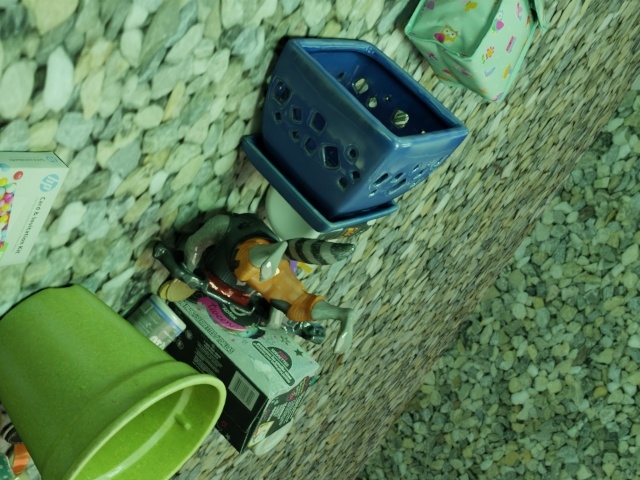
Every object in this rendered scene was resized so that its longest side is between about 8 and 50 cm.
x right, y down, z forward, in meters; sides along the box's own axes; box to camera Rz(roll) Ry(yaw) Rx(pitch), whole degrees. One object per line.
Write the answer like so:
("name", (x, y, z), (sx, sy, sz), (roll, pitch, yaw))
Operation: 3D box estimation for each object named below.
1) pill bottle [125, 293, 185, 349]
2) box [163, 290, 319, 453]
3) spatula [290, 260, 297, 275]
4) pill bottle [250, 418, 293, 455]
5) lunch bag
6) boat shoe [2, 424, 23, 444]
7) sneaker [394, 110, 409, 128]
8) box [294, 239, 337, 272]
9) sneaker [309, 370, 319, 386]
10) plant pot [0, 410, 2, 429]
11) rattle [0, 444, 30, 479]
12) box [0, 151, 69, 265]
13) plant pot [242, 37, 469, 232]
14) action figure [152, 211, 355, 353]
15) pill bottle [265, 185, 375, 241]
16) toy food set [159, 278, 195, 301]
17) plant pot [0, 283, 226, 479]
("pill bottle", (-0.290, 0.159, 1.333), (0.137, 0.078, 0.078), (-44, 158, -9))
("box", (-0.150, 0.211, 1.453), (0.142, 0.247, 0.163), (-25, 149, -48))
("spatula", (-0.114, 0.140, 1.689), (0.084, 0.030, 0.296), (-12, 143, -35))
("pill bottle", (-0.157, 0.349, 1.749), (0.112, 0.186, 0.112), (-39, 156, -21))
("lunch bag", (0.285, -0.394, 1.391), (0.262, 0.160, 0.223), (-61, 154, 0))
("boat shoe", (-0.452, 0.309, 1.332), (0.046, 0.038, 0.125), (-52, 158, 9))
("sneaker", (0.159, -0.204, 1.573), (0.170, 0.075, 0.063), (-56, 157, 18))
("box", (0.000, 0.000, 1.681), (0.136, 0.028, 0.081), (-51, 158, 0))
("sneaker", (-0.123, 0.273, 1.692), (0.302, 0.108, 0.121), (29, 77, -46))
("plant pot", (-0.550, 0.294, 1.136), (0.236, 0.032, 0.236), (-39, 156, -21))
("rattle", (-0.501, 0.439, 1.337), (0.200, 0.143, 0.130), (-47, 140, 14))
("box", (-0.381, -0.030, 0.904), (0.186, 0.038, 0.145), (-9, 136, -59))
("plant pot", (0.040, -0.149, 1.246), (0.236, 0.236, 0.212), (-17, 148, -53))
("action figure", (-0.061, 0.051, 1.279), (0.341, 0.330, 0.179), (31, 88, -37))
("pill bottle", (0.022, -0.067, 1.472), (0.245, 0.130, 0.130), (-10, 137, -57))
("toy food set", (-0.226, 0.070, 1.382), (0.083, 0.020, 0.082), (-50, 158, 3))
("plant pot", (-0.313, 0.203, 1.129), (0.276, 0.254, 0.276), (-39, 156, -21))
